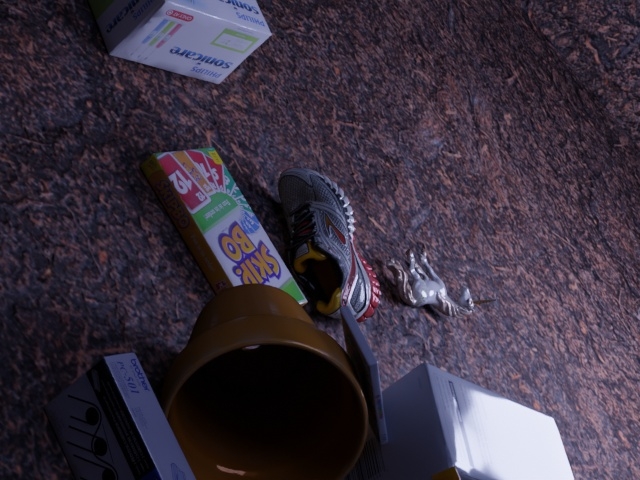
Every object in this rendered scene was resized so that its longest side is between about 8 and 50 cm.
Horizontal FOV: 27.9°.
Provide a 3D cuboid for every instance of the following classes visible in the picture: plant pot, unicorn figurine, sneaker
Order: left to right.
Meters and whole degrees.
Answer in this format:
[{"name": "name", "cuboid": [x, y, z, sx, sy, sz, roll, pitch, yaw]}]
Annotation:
[{"name": "plant pot", "cuboid": [-0.064, 0.143, 1.334, 0.205, 0.205, 0.188, 38, 16, -22]}, {"name": "sneaker", "cuboid": [0.000, 0.000, 1.672, 0.092, 0.088, 0.225, 3, 54, -52]}, {"name": "unicorn figurine", "cuboid": [0.159, 0.067, 1.862, 0.161, 0.060, 0.111, -11, 65, -40]}]

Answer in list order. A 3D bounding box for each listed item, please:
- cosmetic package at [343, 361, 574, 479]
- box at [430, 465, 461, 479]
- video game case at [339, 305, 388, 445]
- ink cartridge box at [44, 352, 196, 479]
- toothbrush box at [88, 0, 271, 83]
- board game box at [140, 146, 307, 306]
[{"name": "cosmetic package", "cuboid": [0.121, 0.269, 1.400, 0.224, 0.224, 0.138, 27, 38, -37]}, {"name": "box", "cuboid": [0.140, 0.276, 1.191, 0.136, 0.028, 0.081, 63, 3, -50]}, {"name": "video game case", "cuboid": [0.044, 0.137, 1.300, 0.087, 0.011, 0.122, -118, -166, -47]}, {"name": "ink cartridge box", "cuboid": [-0.170, 0.216, 1.180, 0.046, 0.097, 0.207, -3, 60, -56]}, {"name": "toothbrush box", "cuboid": [-0.219, -0.372, 1.748, 0.206, 0.122, 0.283, 9, 51, -50]}, {"name": "board game box", "cuboid": [-0.111, 0.003, 1.571, 0.124, 0.039, 0.259, -14, 71, -58]}]
